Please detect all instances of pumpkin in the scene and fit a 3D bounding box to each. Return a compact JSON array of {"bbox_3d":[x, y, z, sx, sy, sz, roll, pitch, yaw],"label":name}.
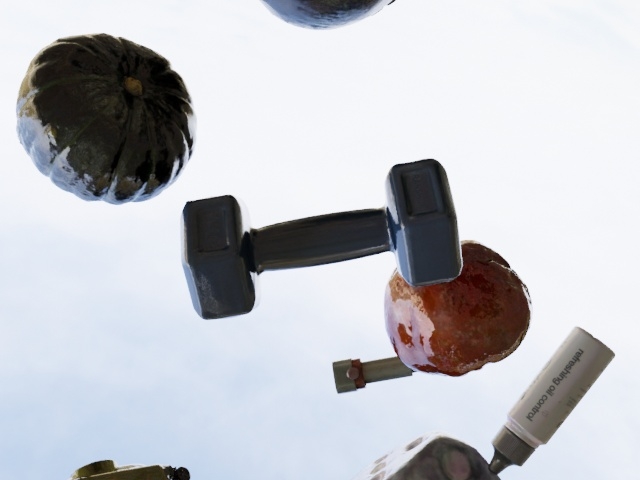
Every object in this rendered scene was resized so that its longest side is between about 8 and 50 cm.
[{"bbox_3d":[-0.259,-0.150,0.955,0.220,0.162,0.221,18,-122,-30],"label":"pumpkin"}]

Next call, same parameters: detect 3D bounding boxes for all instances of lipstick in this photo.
[{"bbox_3d":[0.118,0.240,1.453,0.186,0.063,0.057,-12,166,7],"label":"lipstick"}]

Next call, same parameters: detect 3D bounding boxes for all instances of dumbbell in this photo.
[{"bbox_3d":[0.000,0.000,0.902,0.316,0.144,0.156,-9,180,3],"label":"dumbbell"}]

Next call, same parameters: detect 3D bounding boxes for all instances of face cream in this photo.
[{"bbox_3d":[0.410,0.303,1.428,0.092,0.311,0.092,37,-176,-3],"label":"face cream"}]

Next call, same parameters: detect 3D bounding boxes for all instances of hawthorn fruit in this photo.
[{"bbox_3d":[0.209,0.082,1.271,0.242,0.242,0.272,-21,-93,-46],"label":"hawthorn fruit"}]

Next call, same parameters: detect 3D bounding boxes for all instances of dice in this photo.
[{"bbox_3d":[0.190,0.547,1.490,0.270,0.271,0.270,-28,-100,-41],"label":"dice"}]

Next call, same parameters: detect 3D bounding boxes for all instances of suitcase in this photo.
[{"bbox_3d":[-0.346,0.455,1.282,0.234,0.194,0.143,6,-129,-44],"label":"suitcase"}]

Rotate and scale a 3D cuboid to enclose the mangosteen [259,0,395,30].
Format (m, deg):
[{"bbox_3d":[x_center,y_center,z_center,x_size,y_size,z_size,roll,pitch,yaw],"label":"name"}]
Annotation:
[{"bbox_3d":[0.005,-0.422,1.014,0.288,0.288,0.288,11,-150,-7],"label":"mangosteen"}]
